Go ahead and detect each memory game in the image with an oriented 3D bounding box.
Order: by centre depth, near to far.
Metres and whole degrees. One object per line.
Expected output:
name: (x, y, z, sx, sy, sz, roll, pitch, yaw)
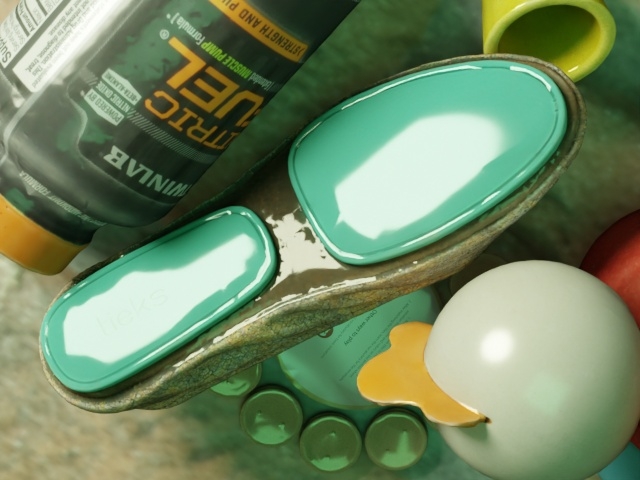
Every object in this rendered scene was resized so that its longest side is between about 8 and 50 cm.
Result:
memory game: (0.021, 0.046, 1.123, 0.186, 0.012, 0.186, -1, 107, -2)

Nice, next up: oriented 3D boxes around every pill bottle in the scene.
pill bottle: (-0.089, -0.096, 1.014, 0.130, 0.130, 0.245, 40, 102, -13)

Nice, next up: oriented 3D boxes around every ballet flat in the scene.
ballet flat: (0.000, 0.000, 1.050, 0.316, 0.106, 0.107, -25, 67, 12)

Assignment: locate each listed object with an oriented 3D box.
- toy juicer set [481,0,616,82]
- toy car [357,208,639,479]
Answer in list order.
toy juicer set: (0.188, -0.201, 0.939, 0.209, 0.089, 0.329, -5, 140, -6)
toy car: (0.132, 0.057, 1.013, 0.238, 0.210, 0.219, 3, 116, -13)
